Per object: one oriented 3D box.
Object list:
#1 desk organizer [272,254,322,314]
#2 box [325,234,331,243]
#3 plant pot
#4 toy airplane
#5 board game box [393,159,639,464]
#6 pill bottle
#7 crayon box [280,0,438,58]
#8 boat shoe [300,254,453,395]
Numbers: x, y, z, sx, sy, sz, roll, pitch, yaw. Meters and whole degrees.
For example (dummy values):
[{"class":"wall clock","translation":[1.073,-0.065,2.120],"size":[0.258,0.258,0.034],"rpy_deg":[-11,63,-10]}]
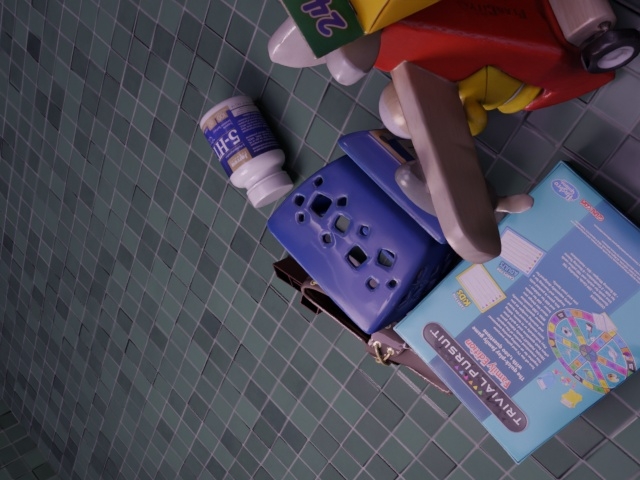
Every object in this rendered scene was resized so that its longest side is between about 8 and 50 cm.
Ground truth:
[{"class":"desk organizer","translation":[-0.035,0.085,1.168],"size":[0.130,0.050,0.047],"rpy_deg":[32,122,26]},{"class":"box","translation":[0.000,0.000,1.132],"size":[0.083,0.018,0.067],"rpy_deg":[34,123,25]},{"class":"plant pot","translation":[0.103,-0.036,0.906],"size":[0.236,0.236,0.212],"rpy_deg":[46,121,16]},{"class":"toy airplane","translation":[0.123,-0.206,0.707],"size":[0.384,0.386,0.272],"rpy_deg":[38,152,1]},{"class":"board game box","translation":[0.306,0.099,0.836],"size":[0.253,0.079,0.336],"rpy_deg":[48,114,16]},{"class":"pill bottle","translation":[-0.131,-0.160,1.120],"size":[0.112,0.112,0.186],"rpy_deg":[-36,82,40]},{"class":"crayon box","translation":[0.087,-0.320,0.527],"size":[0.203,0.323,0.083],"rpy_deg":[59,163,0]},{"class":"boat shoe","translation":[0.105,0.151,1.026],"size":[0.324,0.097,0.116],"rpy_deg":[42,155,22]}]
